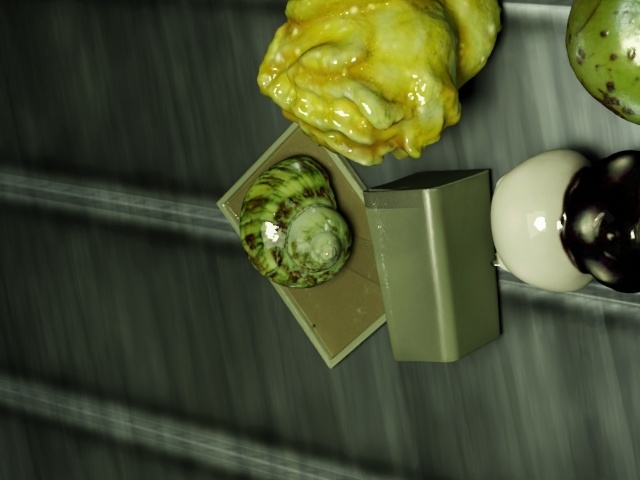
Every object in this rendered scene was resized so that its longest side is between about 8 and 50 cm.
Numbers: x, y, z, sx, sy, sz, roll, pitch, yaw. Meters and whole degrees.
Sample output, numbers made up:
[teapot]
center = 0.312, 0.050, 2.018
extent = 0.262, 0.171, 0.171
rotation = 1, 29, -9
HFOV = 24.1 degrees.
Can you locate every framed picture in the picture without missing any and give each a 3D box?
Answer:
[framed picture]
center = 0.000, 0.000, 2.247
extent = 0.240, 0.020, 0.324
rotation = -45, 75, 33

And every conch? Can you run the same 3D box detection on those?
[conch]
center = -0.035, -0.023, 2.178
extent = 0.181, 0.124, 0.187
rotation = 17, 102, 28

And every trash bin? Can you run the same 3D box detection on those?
[trash bin]
center = 0.158, 0.033, 2.054
extent = 0.122, 0.164, 0.240
rotation = -1, 100, 36

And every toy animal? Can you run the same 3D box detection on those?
[toy animal]
center = 0.331, -0.025, 1.920
extent = 0.235, 0.165, 0.187
rotation = -1, 98, 37

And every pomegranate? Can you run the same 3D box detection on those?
[pomegranate]
center = 0.428, -0.260, 1.737
extent = 0.242, 0.242, 0.306
rotation = 64, 156, 6

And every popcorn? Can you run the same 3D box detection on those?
[popcorn]
center = 0.056, -0.260, 1.970
extent = 0.321, 0.290, 0.326
rotation = 21, 147, 6
